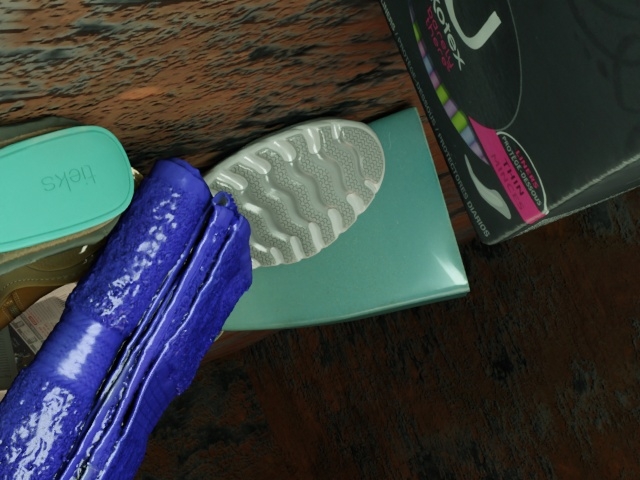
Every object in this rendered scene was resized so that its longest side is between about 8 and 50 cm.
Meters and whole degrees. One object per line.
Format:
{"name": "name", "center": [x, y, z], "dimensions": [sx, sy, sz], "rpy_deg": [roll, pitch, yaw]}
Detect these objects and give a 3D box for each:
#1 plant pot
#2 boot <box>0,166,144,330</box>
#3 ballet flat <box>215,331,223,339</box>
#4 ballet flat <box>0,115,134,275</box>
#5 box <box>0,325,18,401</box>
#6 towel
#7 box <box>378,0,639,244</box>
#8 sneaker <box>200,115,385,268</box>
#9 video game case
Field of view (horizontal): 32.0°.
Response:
{"name": "plant pot", "center": [0.000, 0.000, 1.027], "dimensions": [0.234, 0.165, 0.165], "rpy_deg": [-15, 174, 4]}
{"name": "boot", "center": [-0.200, 0.006, 0.787], "dimensions": [0.197, 0.073, 0.152], "rpy_deg": [-31, -176, 1]}
{"name": "ballet flat", "center": [-0.158, 0.089, 1.505], "dimensions": [0.086, 0.086, 0.248], "rpy_deg": [-18, 167, -41]}
{"name": "ballet flat", "center": [-0.206, -0.005, 0.536], "dimensions": [0.096, 0.095, 0.280], "rpy_deg": [-13, 180, 30]}
{"name": "box", "center": [-0.335, 0.139, 1.034], "dimensions": [0.102, 0.087, 0.101], "rpy_deg": [-5, 137, -22]}
{"name": "towel", "center": [-0.137, 0.118, 0.722], "dimensions": [0.308, 0.076, 0.227], "rpy_deg": [-61, 170, -16]}
{"name": "box", "center": [0.133, -0.115, 0.458], "dimensions": [0.143, 0.165, 0.270], "rpy_deg": [-22, 173, -11]}
{"name": "sneaker", "center": [-0.080, -0.026, 0.913], "dimensions": [0.281, 0.105, 0.115], "rpy_deg": [-28, -154, 11]}
{"name": "video game case", "center": [-0.292, 0.117, 1.122], "dimensions": [0.173, 0.022, 0.190], "rpy_deg": [-23, 142, -2]}
